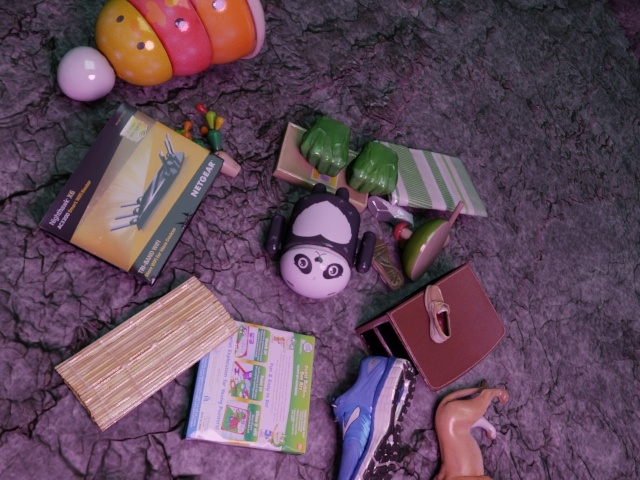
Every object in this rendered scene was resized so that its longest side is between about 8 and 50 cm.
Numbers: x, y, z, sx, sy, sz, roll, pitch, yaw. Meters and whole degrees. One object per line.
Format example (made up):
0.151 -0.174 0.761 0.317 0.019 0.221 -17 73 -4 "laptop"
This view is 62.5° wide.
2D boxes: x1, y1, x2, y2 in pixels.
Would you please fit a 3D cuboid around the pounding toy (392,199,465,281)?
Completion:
0.265 -0.010 1.407 0.110 0.183 0.237 32 51 23 "pounding toy"

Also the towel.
0.315 -0.178 1.547 0.325 0.038 0.248 6 50 -26 "towel"

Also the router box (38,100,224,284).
-0.382 -0.095 1.100 0.243 0.081 0.309 29 74 -10 "router box"

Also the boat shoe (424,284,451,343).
0.271 0.162 1.192 0.050 0.045 0.135 4 68 -27 "boat shoe"

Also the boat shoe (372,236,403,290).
0.163 0.061 1.379 0.056 0.048 0.153 -26 72 -22 "boat shoe"

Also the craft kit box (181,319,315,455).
-0.140 0.299 1.095 0.247 0.061 0.250 15 60 -17 "craft kit box"

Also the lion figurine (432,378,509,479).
0.328 0.492 1.206 0.240 0.142 0.392 10 48 -14 "lion figurine"

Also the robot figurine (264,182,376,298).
0.002 -0.001 1.241 0.173 0.209 0.278 43 48 -39 "robot figurine"

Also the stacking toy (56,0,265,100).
-0.400 -0.479 1.248 0.350 0.350 0.480 45 72 0 "stacking toy"

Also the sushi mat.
-0.327 0.208 1.026 0.316 0.019 0.151 -35 75 -27 "sushi mat"

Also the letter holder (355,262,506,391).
0.279 0.224 1.288 0.302 0.152 0.214 -26 81 -34 "letter holder"

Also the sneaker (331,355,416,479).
0.091 0.404 1.128 0.130 0.147 0.330 41 64 -47 "sneaker"

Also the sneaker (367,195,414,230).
0.194 -0.080 1.461 0.152 0.053 0.061 33 40 -12 "sneaker"

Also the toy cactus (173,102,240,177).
-0.271 -0.221 1.270 0.180 0.112 0.219 32 47 -21 "toy cactus"

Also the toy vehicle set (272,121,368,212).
0.012 -0.198 1.430 0.267 0.035 0.166 22 58 -16 "toy vehicle set"

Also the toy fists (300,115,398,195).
0.077 -0.209 1.390 0.279 0.096 0.142 26 50 -11 "toy fists"
